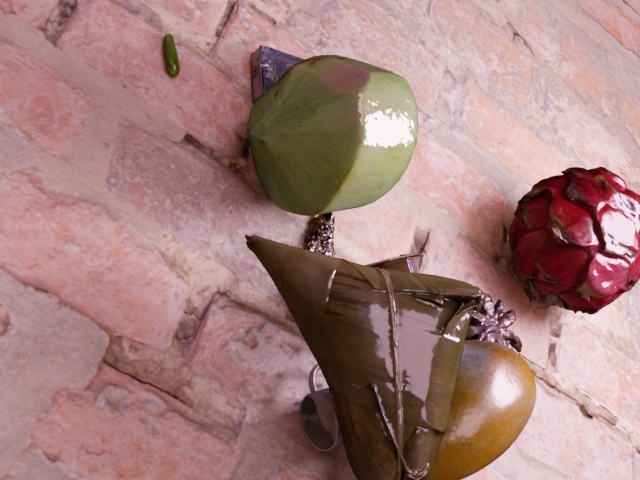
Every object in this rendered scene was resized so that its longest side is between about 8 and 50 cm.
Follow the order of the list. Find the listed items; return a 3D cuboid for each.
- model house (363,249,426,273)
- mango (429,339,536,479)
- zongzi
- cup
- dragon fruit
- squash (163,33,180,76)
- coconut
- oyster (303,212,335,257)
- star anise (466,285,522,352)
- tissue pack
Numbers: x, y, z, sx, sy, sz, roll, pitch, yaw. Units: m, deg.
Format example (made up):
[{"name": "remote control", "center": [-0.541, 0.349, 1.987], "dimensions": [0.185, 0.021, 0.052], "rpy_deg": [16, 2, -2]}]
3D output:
[{"name": "model house", "center": [0.098, 0.109, 1.565], "dimensions": [0.207, 0.219, 0.136], "rpy_deg": [2, 72, -79]}, {"name": "mango", "center": [0.245, 0.304, 1.559], "dimensions": [0.221, 0.199, 0.384], "rpy_deg": [28, 41, 34]}, {"name": "zongzi", "center": [0.031, 0.234, 1.355], "dimensions": [0.417, 0.181, 0.447], "rpy_deg": [17, 72, -7]}, {"name": "cup", "center": [0.041, 0.274, 1.482], "dimensions": [0.133, 0.099, 0.136], "rpy_deg": [-9, 95, -39]}, {"name": "dragon fruit", "center": [0.561, -0.004, 1.888], "dimensions": [0.329, 0.329, 0.329], "rpy_deg": [17, 59, -31]}, {"name": "squash", "center": [-0.274, -0.341, 1.597], "dimensions": [0.027, 0.027, 0.089], "rpy_deg": [1, 67, -38]}, {"name": "coconut", "center": [0.011, -0.189, 1.562], "dimensions": [0.328, 0.328, 0.282], "rpy_deg": [-8, 92, -40]}, {"name": "oyster", "center": [0.001, 0.000, 1.640], "dimensions": [0.086, 0.029, 0.132], "rpy_deg": [-2, 72, -38]}, {"name": "star anise", "center": [0.355, 0.181, 1.804], "dimensions": [0.182, 0.065, 0.195], "rpy_deg": [-9, 71, -41]}, {"name": "tissue pack", "center": [-0.063, -0.310, 1.727], "dimensions": [0.156, 0.051, 0.113], "rpy_deg": [10, 64, -35]}]
